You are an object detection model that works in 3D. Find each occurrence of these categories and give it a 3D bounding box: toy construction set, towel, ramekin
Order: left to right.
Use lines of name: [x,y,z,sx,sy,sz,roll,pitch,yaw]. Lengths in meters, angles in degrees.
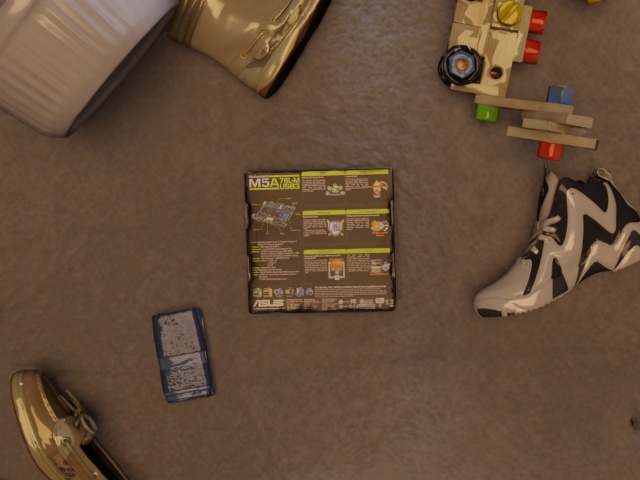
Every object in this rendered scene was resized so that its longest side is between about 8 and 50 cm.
ramekin: [-0.280,-0.239,1.099,0.127,0.273,0.273,40,94,-11]
towel: [-0.179,0.149,1.221,0.067,0.029,0.119,-9,93,4]
toy construction set: [0.260,-0.255,1.127,0.215,0.151,0.327,10,82,3]

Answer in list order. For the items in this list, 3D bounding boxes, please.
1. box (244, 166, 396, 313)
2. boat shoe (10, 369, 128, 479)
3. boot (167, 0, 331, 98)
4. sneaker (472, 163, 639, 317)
box: [0.000,0.000,1.197,0.191,0.045,0.184,-2,90,4]
boat shoe: [-0.299,0.280,1.206,0.089,0.104,0.285,-28,101,0]
boot: [-0.078,-0.307,1.173,0.165,0.077,0.213,32,94,4]
sneaker: [0.275,-0.010,1.155,0.235,0.094,0.153,-24,90,4]
